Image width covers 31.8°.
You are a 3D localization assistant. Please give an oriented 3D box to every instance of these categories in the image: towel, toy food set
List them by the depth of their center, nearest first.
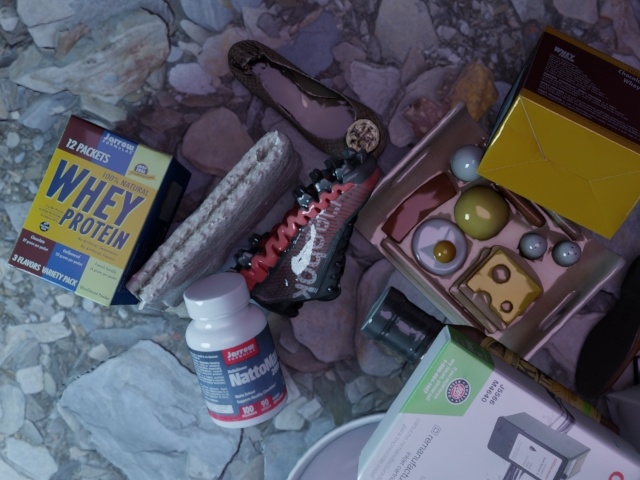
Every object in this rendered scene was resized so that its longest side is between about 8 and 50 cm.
[{"bbox_3d":[-0.128,-0.019,1.436,0.049,0.187,0.282,42,89,6],"label":"towel"},{"bbox_3d":[0.218,-0.003,1.481,0.306,0.092,0.220,45,88,2],"label":"toy food set"}]

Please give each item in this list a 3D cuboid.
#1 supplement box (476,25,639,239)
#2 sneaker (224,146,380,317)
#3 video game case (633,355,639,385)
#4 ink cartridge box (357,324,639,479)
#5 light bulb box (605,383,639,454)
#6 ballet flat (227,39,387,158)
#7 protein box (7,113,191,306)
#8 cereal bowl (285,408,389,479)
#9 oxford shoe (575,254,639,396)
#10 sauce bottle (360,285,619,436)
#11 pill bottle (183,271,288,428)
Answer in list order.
[{"bbox_3d":[0.327,-0.140,1.421,0.191,0.194,0.129,26,131,1],"label":"supplement box"},{"bbox_3d":[0.000,0.000,1.450,0.135,0.098,0.276,39,117,-8],"label":"sneaker"},{"bbox_3d":[0.524,0.289,1.501,0.196,0.026,0.274,-2,87,0],"label":"video game case"},{"bbox_3d":[0.209,0.259,1.309,0.272,0.115,0.198,33,95,1],"label":"ink cartridge box"},{"bbox_3d":[0.594,0.313,1.365,0.361,0.225,0.358,-15,93,-9],"label":"light bulb box"},{"bbox_3d":[-0.019,-0.189,1.507,0.250,0.058,0.084,36,89,2],"label":"ballet flat"},{"bbox_3d":[-0.273,-0.032,1.429,0.136,0.201,0.200,23,88,1],"label":"protein box"},{"bbox_3d":[0.105,0.380,1.440,0.338,0.141,0.339,0,87,0],"label":"cereal bowl"},{"bbox_3d":[0.417,0.122,1.491,0.076,0.076,0.212,26,98,-36],"label":"oxford shoe"},{"bbox_3d":[0.209,0.183,1.416,0.344,0.111,0.111,33,88,0],"label":"sauce bottle"},{"bbox_3d":[-0.113,0.139,1.439,0.108,0.108,0.180,-15,111,-1],"label":"pill bottle"}]
